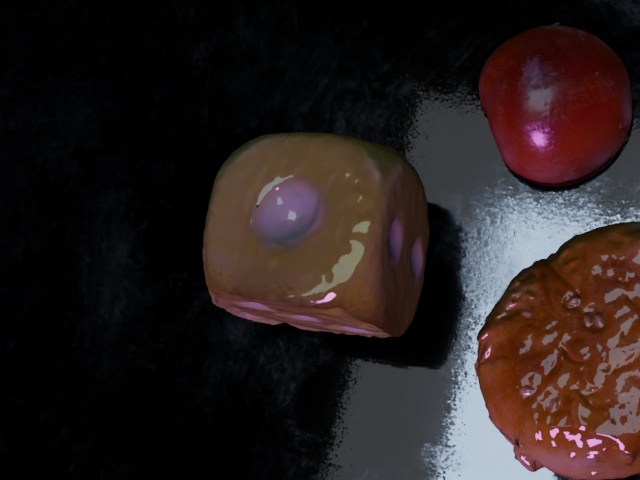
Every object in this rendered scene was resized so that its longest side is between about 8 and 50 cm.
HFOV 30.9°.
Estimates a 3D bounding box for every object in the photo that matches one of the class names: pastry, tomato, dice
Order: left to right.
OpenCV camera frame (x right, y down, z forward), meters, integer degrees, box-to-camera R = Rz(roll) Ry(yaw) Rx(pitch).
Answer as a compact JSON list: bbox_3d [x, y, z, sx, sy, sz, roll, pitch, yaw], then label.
[{"bbox_3d":[0.000,0.000,1.505,0.238,0.233,0.227,4,75,21],"label":"dice"},{"bbox_3d":[0.307,-0.195,1.516,0.199,0.112,0.228,-27,70,10],"label":"tomato"},{"bbox_3d":[0.340,0.137,1.363,0.315,0.184,0.284,-42,59,6],"label":"pastry"}]
